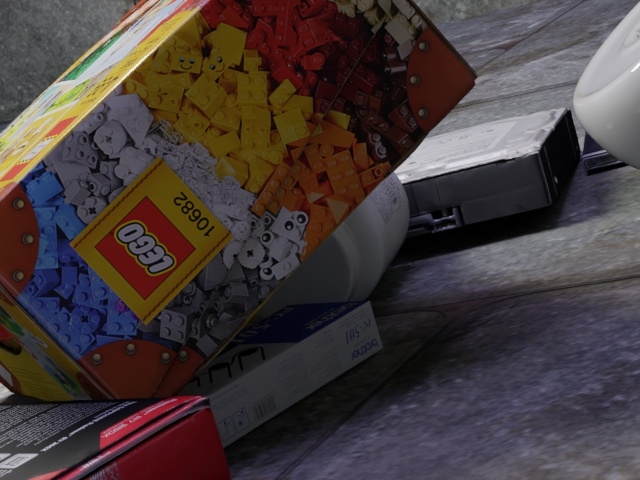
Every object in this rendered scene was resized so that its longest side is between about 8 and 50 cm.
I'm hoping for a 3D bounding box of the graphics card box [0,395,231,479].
[{"bbox_3d":[-0.266,0.191,1.347,0.371,0.094,0.233,-5,16,41],"label":"graphics card box"}]

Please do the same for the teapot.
[{"bbox_3d":[0.375,-0.147,1.875,0.252,0.187,0.256,-39,13,47],"label":"teapot"}]

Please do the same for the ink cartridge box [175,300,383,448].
[{"bbox_3d":[-0.053,0.106,1.569,0.097,0.046,0.207,-5,16,43],"label":"ink cartridge box"}]

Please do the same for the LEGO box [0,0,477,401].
[{"bbox_3d":[-0.143,-0.054,1.637,0.372,0.193,0.500,-46,12,-15],"label":"LEGO box"}]

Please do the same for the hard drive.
[{"bbox_3d":[0.138,-0.067,2.048,0.237,0.064,0.339,-13,9,15],"label":"hard drive"}]

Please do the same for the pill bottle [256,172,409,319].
[{"bbox_3d":[0.000,0.000,1.792,0.131,0.131,0.229,-13,12,15],"label":"pill bottle"}]

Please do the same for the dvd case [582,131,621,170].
[{"bbox_3d":[0.368,-0.121,2.148,0.164,0.018,0.221,-13,11,11],"label":"dvd case"}]
